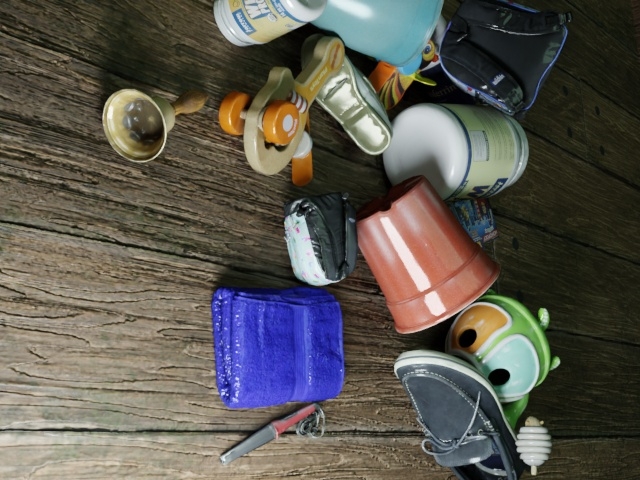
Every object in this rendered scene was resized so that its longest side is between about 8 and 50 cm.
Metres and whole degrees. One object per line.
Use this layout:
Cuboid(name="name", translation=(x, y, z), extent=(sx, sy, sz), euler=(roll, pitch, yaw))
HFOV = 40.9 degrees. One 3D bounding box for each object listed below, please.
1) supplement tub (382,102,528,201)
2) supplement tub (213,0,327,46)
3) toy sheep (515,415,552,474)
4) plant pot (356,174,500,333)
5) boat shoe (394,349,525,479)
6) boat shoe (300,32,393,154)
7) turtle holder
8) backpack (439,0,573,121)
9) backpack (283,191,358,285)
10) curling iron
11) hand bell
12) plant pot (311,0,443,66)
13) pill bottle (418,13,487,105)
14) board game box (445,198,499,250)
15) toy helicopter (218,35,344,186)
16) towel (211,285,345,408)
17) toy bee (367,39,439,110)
Cuboid(name="supplement tub", translation=(0.334, -0.213, 2.082), extent=(0.324, 0.235, 0.236), euler=(-8, 85, -45))
Cuboid(name="supplement tub", translation=(-0.101, -0.476, 1.703), extent=(0.144, 0.199, 0.144), euler=(18, 66, -45))
Cuboid(name="toy sheep", translation=(0.488, 0.469, 1.966), extent=(0.091, 0.091, 0.132), euler=(16, 67, -46))
Cuboid(name="plant pot", translation=(0.211, 0.017, 1.892), extent=(0.265, 0.272, 0.272), euler=(57, 43, -9))
Cuboid(name="boat shoe", translation=(0.323, 0.426, 1.946), extent=(0.500, 0.186, 0.156), euler=(53, 39, -32))
Cuboid(name="boat shoe", translation=(0.058, -0.333, 1.928), extent=(0.302, 0.113, 0.103), euler=(56, 22, -17))
Cuboid(name="turtle holder", translation=(0.412, 0.296, 2.079), extent=(0.227, 0.243, 0.320), euler=(-31, 143, -34))
Cuboid(name="backpack", translation=(0.420, -0.446, 2.041), extent=(0.277, 0.263, 0.213), euler=(-62, 174, 0))
Cuboid(name="backpack", translation=(0.000, 0.000, 1.748), extent=(0.152, 0.115, 0.182), euler=(-12, 89, -38))
Cuboid(name="curling iron", translation=(-0.081, 0.367, 1.608), extent=(0.274, 0.035, 0.068), euler=(-10, 87, -50))
Cuboid(name="hand bell", translation=(-0.266, -0.234, 1.539), extent=(0.126, 0.126, 0.242), euler=(66, 30, -11))
Cuboid(name="plant pot", translation=(0.089, -0.533, 1.834), extent=(0.255, 0.271, 0.272), euler=(9, 71, -22))
Cuboid(name="pill bottle", translation=(0.321, -0.447, 2.214), extent=(0.265, 0.153, 0.153), euler=(51, 46, -26))
Cuboid(name="board game box", translation=(0.387, -0.030, 2.241), extent=(0.194, 0.060, 0.194), euler=(-17, 93, -50))
Cuboid(name="toy helicopter", translation=(-0.040, -0.275, 1.756), extent=(0.355, 0.140, 0.235), euler=(-57, 144, -28))
Cuboid(name="towel", translation=(-0.069, 0.198, 1.641), extent=(0.308, 0.076, 0.228), euler=(5, 75, -48))
Cuboid(name="toy bee", translation=(0.218, -0.426, 2.036), extent=(0.162, 0.298, 0.195), euler=(21, 32, -52))
